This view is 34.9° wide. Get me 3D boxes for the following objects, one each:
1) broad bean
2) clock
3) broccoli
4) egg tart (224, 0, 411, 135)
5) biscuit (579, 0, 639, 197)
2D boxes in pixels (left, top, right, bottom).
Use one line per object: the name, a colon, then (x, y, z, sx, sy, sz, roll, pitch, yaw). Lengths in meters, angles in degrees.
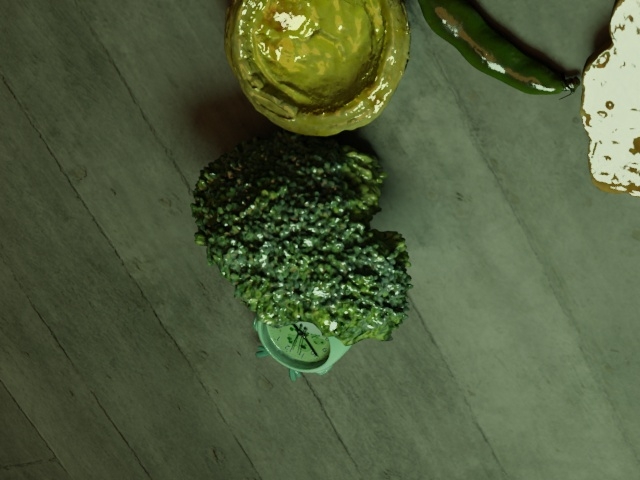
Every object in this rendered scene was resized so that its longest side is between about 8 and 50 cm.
broad bean: (0.214, -0.253, 1.315, 0.255, 0.046, 0.065, 35, 123, 0)
clock: (-0.033, 0.149, 1.692, 0.159, 0.066, 0.211, 37, 130, 0)
broccoli: (0.003, -0.018, 1.454, 0.375, 0.302, 0.249, 38, 111, 30)
egg tart: (-0.001, -0.277, 1.368, 0.279, 0.095, 0.278, 7, 111, 19)
biscuit: (0.458, -0.164, 1.248, 0.270, 0.051, 0.375, 0, 123, 23)
